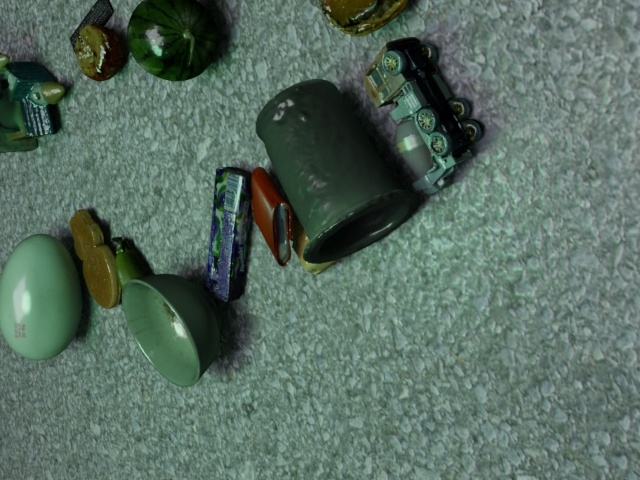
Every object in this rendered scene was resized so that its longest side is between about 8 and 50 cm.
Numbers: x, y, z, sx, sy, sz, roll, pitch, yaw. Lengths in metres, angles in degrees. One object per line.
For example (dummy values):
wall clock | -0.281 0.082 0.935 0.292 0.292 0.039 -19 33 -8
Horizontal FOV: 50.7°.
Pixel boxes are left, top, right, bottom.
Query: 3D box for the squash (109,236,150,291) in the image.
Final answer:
squash | -0.474 0.130 1.774 0.087 0.087 0.331 -36 77 37

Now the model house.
model house | -0.839 -0.389 1.862 0.325 0.194 0.267 -4 98 35

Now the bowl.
bowl | -0.334 0.193 1.624 0.289 0.146 0.289 25 130 34

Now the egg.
egg | -0.807 0.163 1.943 0.230 0.230 0.371 10 103 35

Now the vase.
vase | 0.011 -0.135 1.247 0.245 0.245 0.291 -40 72 37

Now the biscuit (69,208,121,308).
biscuit | -0.626 0.052 1.886 0.202 0.044 0.289 -42 69 48

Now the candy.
candy | -0.208 -0.015 1.547 0.088 0.061 0.312 23 113 33

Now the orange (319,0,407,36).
orange | 0.084 -0.439 1.189 0.170 0.112 0.160 -4 87 14

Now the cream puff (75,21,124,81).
cream puff | -0.545 -0.470 1.679 0.149 0.084 0.149 8 102 38

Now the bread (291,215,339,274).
bread | -0.001 -0.001 1.384 0.106 0.082 0.125 -26 74 28

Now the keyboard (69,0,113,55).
keyboard | -0.594 -0.554 1.742 0.198 0.010 0.064 -32 79 38

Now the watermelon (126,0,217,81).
watermelon | -0.310 -0.434 1.436 0.214 0.188 0.188 15 112 61

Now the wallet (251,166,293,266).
wallet | -0.102 -0.053 1.399 0.204 0.045 0.142 -125 30 -58

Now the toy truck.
toy truck | 0.171 -0.214 1.184 0.140 0.108 0.257 -36 81 51
